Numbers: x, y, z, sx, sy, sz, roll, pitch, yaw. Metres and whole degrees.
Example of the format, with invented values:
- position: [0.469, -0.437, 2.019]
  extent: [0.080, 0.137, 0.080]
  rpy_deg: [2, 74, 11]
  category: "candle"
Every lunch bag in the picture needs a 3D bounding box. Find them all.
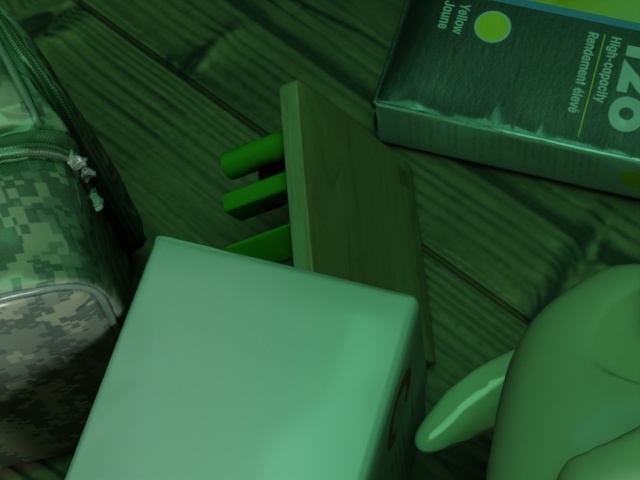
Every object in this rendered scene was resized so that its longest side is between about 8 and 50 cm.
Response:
- position: [-0.232, -0.013, 0.977]
  extent: [0.212, 0.305, 0.256]
  rpy_deg: [-17, 66, -1]
  category: "lunch bag"

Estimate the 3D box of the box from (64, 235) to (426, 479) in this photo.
- position: [-0.061, 0.207, 0.908]
  extent: [0.168, 0.215, 0.345]
  rpy_deg: [14, 66, 11]
  category: "box"

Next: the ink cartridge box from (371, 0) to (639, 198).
- position: [0.225, -0.184, 1.151]
  extent: [0.307, 0.072, 0.304]
  rpy_deg: [12, 66, 12]
  category: "ink cartridge box"

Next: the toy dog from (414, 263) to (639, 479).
- position: [0.147, 0.167, 0.737]
  extent: [0.395, 0.285, 0.408]
  rpy_deg: [16, 43, 35]
  category: "toy dog"

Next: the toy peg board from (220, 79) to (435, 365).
- position: [0.000, 0.000, 1.052]
  extent: [0.079, 0.160, 0.161]
  rpy_deg: [-19, 61, 27]
  category: "toy peg board"
